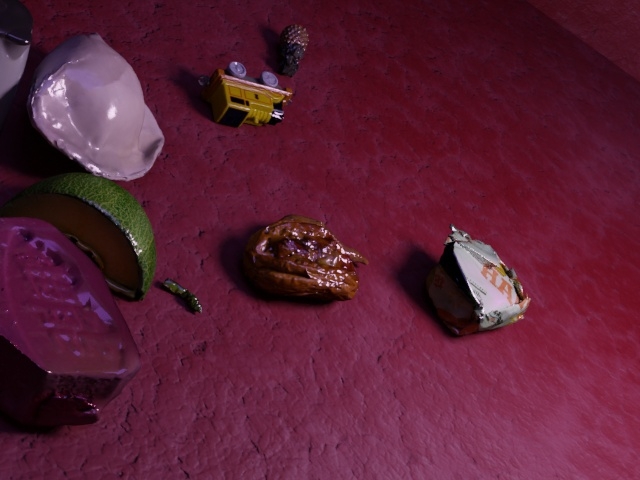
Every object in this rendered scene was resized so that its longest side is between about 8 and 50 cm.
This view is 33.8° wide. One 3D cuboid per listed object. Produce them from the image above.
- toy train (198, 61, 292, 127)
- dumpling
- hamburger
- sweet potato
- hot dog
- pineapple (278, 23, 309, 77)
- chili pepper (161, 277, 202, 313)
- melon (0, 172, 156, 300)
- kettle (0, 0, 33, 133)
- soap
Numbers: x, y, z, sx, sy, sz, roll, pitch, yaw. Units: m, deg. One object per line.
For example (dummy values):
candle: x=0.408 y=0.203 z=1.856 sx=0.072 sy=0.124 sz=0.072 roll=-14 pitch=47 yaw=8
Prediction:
toy train: x=-0.153 y=-0.292 z=2.195 sx=0.219 sy=0.089 sz=0.127 roll=11 pitch=51 yaw=-31
dumpling: x=-0.389 y=-0.234 z=1.871 sx=0.260 sy=0.181 sz=0.341 roll=47 pitch=0 yaw=-18
hamburger: x=0.299 y=0.076 z=2.089 sx=0.214 sy=0.125 sz=0.235 roll=-10 pitch=57 yaw=-53
sweet potato: x=-0.003 y=-0.004 z=1.991 sx=0.226 sy=0.068 sz=0.068 roll=23 pitch=35 yaw=-30
hot dog: x=-0.025 y=0.045 z=1.883 sx=0.227 sy=0.099 sz=0.160 roll=8 pitch=44 yaw=-37
pineapple: x=-0.067 y=-0.440 z=2.459 sx=0.074 sy=0.074 sz=0.159 roll=23 pitch=41 yaw=-16
chili pepper: x=-0.224 y=0.090 z=1.731 sx=0.083 sy=0.022 sz=0.027 roll=37 pitch=1 yaw=5
melon: x=-0.355 y=-0.046 z=1.695 sx=0.265 sy=0.129 sz=0.169 roll=30 pitch=31 yaw=-4
kettle: x=-0.586 y=-0.310 z=1.721 sx=0.221 sy=0.236 sz=0.161 roll=43 pitch=36 yaw=13
soap: x=-0.397 y=0.112 z=1.469 sx=0.220 sy=0.127 sz=0.325 roll=-1 pitch=48 yaw=-37
